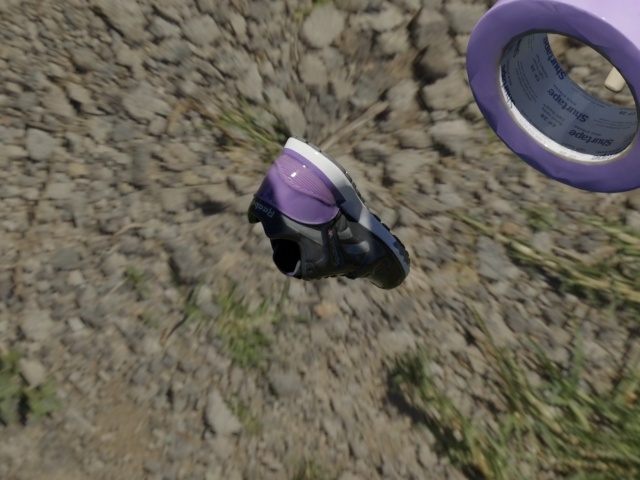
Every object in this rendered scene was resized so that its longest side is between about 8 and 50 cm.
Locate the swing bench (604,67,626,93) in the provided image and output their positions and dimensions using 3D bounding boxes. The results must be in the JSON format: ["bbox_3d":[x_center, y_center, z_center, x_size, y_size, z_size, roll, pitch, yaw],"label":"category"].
[{"bbox_3d":[0.437,-0.200,1.348,0.253,0.165,0.254,35,116,33],"label":"swing bench"}]

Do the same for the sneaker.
[{"bbox_3d":[0.000,0.000,1.752,0.107,0.283,0.124,30,78,40],"label":"sneaker"}]

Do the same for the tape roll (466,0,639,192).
[{"bbox_3d":[0.218,-0.136,1.217,0.189,0.189,0.080,46,58,-2],"label":"tape roll"}]
